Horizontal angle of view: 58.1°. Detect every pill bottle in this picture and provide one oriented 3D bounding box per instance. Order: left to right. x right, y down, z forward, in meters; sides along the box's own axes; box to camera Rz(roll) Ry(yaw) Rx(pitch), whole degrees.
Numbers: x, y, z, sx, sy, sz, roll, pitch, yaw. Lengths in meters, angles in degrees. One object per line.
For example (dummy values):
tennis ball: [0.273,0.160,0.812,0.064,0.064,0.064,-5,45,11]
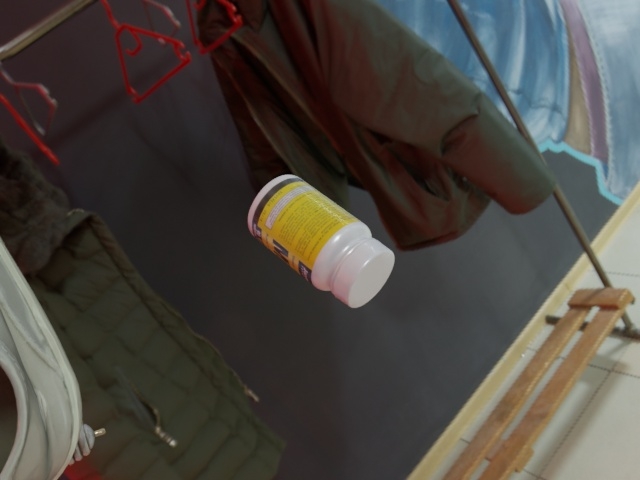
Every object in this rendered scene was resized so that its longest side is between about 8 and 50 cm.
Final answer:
pill bottle: [0.000,0.000,0.855,0.119,0.119,0.208,-43,59,-17]

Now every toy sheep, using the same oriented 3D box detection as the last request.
toy sheep: [-0.477,0.380,1.090,0.132,0.091,0.091,-17,15,-18]

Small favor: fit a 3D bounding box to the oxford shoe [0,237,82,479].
oxford shoe: [-0.253,-0.033,0.243,0.169,0.449,0.130,-26,17,-4]
